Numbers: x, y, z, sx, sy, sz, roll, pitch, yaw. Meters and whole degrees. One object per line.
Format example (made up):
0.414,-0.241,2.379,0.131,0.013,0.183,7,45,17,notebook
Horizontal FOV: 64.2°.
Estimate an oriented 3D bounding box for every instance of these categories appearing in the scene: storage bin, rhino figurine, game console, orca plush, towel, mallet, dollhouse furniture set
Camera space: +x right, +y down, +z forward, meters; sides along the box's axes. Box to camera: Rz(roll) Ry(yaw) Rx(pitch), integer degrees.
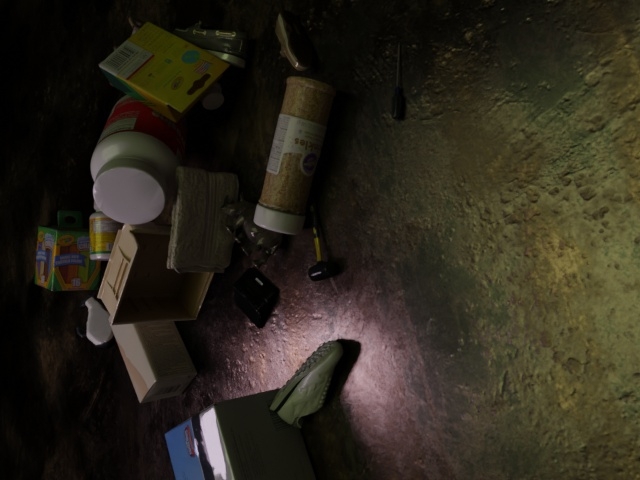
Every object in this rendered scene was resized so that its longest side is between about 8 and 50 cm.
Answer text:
-0.446,0.089,1.433,0.123,0.262,0.260,39,113,38,storage bin
-0.186,-0.043,1.329,0.106,0.073,0.243,-37,57,-7,rhino figurine
-0.174,0.152,1.357,0.107,0.071,0.122,-47,55,-7,game console
-0.796,0.313,1.834,0.287,0.151,0.102,27,137,36,orca plush
-0.314,-0.052,1.374,0.049,0.187,0.282,6,92,44,towel
0.000,0.000,1.201,0.062,0.039,0.189,-11,77,41,mallet
-0.565,-0.606,1.659,0.129,0.129,0.183,-48,59,29,dollhouse furniture set

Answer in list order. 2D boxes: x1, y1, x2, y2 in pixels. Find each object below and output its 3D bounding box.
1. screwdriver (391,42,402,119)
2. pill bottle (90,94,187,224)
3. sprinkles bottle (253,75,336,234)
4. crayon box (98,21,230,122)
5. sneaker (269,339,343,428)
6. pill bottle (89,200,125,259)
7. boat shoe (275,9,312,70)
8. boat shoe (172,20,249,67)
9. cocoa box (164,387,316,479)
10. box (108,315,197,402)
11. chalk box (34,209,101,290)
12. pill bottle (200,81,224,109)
0.167,-0.340,1.088,0.024,0.025,0.170,-2,78,42,screwdriver
-0.498,-0.234,1.417,0.229,0.229,0.407,-50,30,27,pill bottle
-0.062,-0.197,1.205,0.121,0.121,0.355,22,102,40,sprinkles bottle
-0.420,-0.457,1.404,0.318,0.081,0.202,32,71,20,crayon box
-0.015,0.328,1.173,0.095,0.090,0.235,40,108,2,sneaker
-0.752,-0.036,1.800,0.118,0.118,0.208,-6,84,41,pill bottle
-0.072,-0.485,1.275,0.072,0.068,0.190,-45,50,44,boat shoe
-0.318,-0.571,1.461,0.305,0.109,0.091,27,105,32,boat shoe
-0.174,0.561,1.190,0.228,0.231,0.347,-37,65,34,cocoa box
-0.518,0.320,1.561,0.121,0.148,0.311,-51,56,27,box
-0.947,0.033,1.925,0.179,0.180,0.289,9,95,41,chalk box
-0.334,-0.452,1.483,0.078,0.078,0.137,-43,62,31,pill bottle
